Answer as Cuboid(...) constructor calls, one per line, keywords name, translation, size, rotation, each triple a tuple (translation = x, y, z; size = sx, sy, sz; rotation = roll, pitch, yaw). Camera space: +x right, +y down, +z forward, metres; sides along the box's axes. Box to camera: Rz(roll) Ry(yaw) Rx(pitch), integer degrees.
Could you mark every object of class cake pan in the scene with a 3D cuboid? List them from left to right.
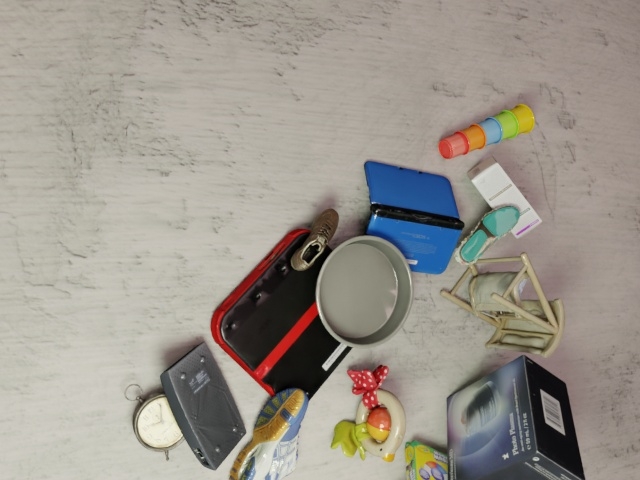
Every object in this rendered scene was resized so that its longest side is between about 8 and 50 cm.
Cuboid(name="cake pan", translation=(0.110, 0.133, 1.569), size=(0.293, 0.054, 0.294), rotation=(0, 91, -26))

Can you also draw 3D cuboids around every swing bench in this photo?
Cuboid(name="swing bench", translation=(0.524, 0.182, 1.688), size=(0.255, 0.253, 0.165), rotation=(47, 71, -14))

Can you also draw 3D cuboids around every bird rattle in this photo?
Cuboid(name="bird rattle", translation=(0.147, 0.454, 1.546), size=(0.143, 0.206, 0.254), rotation=(26, 86, -38))

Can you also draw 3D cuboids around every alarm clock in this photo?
Cuboid(name="alarm clock", translation=(-0.381, 0.404, 1.385), size=(0.129, 0.064, 0.192), rotation=(-44, 106, -19))

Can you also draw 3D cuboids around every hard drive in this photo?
Cuboid(name="hard drive", translation=(-0.274, 0.384, 1.393), size=(0.255, 0.054, 0.172), rotation=(67, 26, -8))

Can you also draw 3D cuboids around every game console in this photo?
Cuboid(name="game console", translation=(-0.056, 0.199, 1.552), size=(0.386, 0.060, 0.342), rotation=(-48, 109, -18))
Cuboid(name="game console", translation=(0.241, -0.061, 1.706), size=(0.292, 0.173, 0.250), rotation=(8, 114, -22))

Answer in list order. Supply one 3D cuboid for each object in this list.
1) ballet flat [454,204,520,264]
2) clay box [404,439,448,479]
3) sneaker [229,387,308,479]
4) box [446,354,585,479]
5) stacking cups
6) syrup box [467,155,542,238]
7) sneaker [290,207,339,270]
Cuboid(name="ballet flat", translation=(0.474, -0.018, 1.738), size=(0.241, 0.077, 0.091), rotation=(-38, 89, -11))
Cuboid(name="clay box", translation=(0.293, 0.626, 1.582), size=(0.127, 0.222, 0.053), rotation=(27, 117, -10))
Cuboid(name="sneaker", translation=(-0.103, 0.504, 1.477), size=(0.131, 0.112, 0.297), rotation=(32, 91, -30))
Cuboid(name="box", translation=(0.492, 0.514, 1.570), size=(0.182, 0.294, 0.296), rotation=(34, 37, -16))
Cuboid(name="stacking cups", translation=(0.496, -0.321, 1.811), size=(0.316, 0.096, 0.096), rotation=(-23, 96, -18))
Cuboid(name="syrup box", translation=(0.550, -0.129, 1.788), size=(0.096, 0.093, 0.237), rotation=(-36, 104, 17))
Cuboid(name="sneaker", translation=(0.000, 0.000, 1.509), size=(0.066, 0.071, 0.188), rotation=(39, 74, -21))
